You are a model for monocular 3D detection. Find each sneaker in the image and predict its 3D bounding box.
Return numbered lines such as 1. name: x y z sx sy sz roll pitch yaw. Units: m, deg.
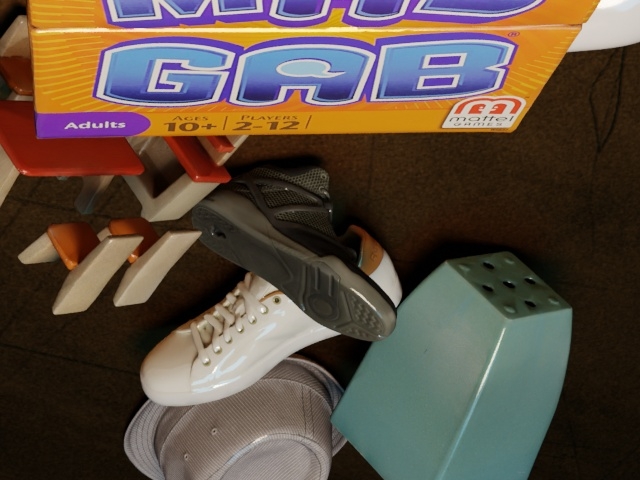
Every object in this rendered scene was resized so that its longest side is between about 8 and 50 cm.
1. sneaker: 0.000 0.000 1.561 0.130 0.227 0.087 -41 154 -35
2. sneaker: -0.067 0.065 1.663 0.290 0.106 0.123 -27 137 0

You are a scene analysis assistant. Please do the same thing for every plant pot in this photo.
1. plant pot: 0.155 0.138 1.705 0.166 0.165 0.234 -6 130 -42

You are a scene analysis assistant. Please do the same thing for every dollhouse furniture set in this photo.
1. dollhouse furniture set: -0.187 -0.088 1.412 0.135 0.262 0.259 -46 158 27

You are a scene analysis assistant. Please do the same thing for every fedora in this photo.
1. fedora: -0.085 0.249 1.816 0.275 0.124 0.244 -37 128 23

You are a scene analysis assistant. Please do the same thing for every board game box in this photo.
1. board game box: -0.018 -0.298 1.067 0.356 0.356 0.356 -2 161 -9

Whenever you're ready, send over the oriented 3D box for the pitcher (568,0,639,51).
1. pitcher: 0.233 -0.223 1.395 0.207 0.125 0.178 -25 174 4
